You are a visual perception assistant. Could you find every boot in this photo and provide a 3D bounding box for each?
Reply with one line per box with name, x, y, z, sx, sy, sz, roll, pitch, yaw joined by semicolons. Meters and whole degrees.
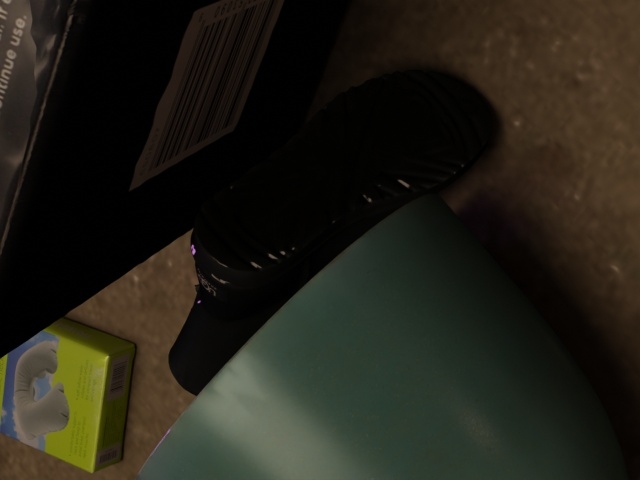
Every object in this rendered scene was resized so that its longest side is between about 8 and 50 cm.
boot;0.000;0.000;1.224;0.094;0.246;0.207;49;155;17

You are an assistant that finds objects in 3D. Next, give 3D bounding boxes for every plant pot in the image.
plant pot;0.060;0.153;1.125;0.235;0.293;0.293;44;119;10

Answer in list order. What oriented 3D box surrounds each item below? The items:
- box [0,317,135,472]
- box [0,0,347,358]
box;-0.242;0.115;1.449;0.178;0.042;0.109;18;107;29
box;-0.262;-0.207;1.082;0.471;0.480;0.297;27;114;11
